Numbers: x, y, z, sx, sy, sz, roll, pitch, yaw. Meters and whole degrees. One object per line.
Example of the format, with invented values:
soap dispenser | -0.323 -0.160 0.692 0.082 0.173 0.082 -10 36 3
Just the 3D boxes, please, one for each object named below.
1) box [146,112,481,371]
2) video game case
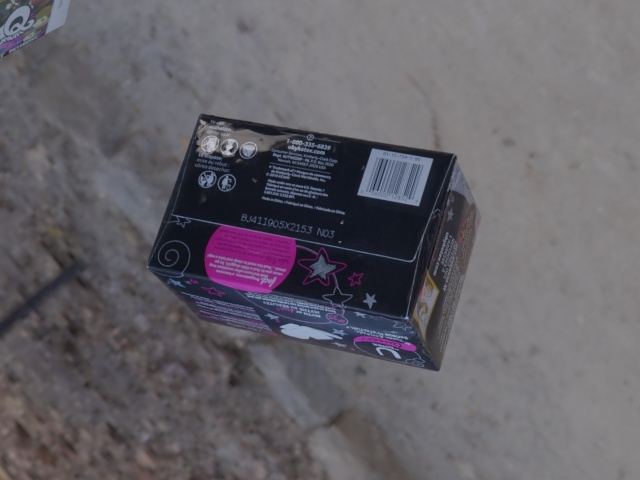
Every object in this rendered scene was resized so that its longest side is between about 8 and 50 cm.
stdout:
box | 0.000 0.000 1.354 0.247 0.163 0.142 11 160 20
video game case | -0.370 -0.267 1.694 0.042 0.232 0.210 47 147 11
